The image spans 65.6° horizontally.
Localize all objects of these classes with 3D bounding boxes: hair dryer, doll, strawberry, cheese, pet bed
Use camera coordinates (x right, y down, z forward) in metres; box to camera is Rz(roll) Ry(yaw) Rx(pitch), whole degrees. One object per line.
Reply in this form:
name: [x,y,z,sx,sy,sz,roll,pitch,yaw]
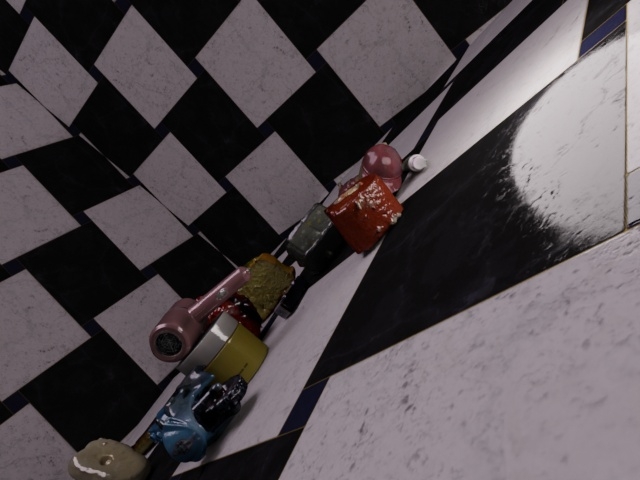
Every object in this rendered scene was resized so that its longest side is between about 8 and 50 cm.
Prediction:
hair dryer: [-0.340,0.194,1.472,0.352,0.125,0.210,-41,9,11]
doll: [0.171,-0.183,1.592,0.256,0.152,0.196,-55,46,40]
strawberry: [-0.367,0.323,1.736,0.310,0.292,0.292,-37,3,-17]
cheese: [-0.678,0.809,1.665,0.247,0.252,0.173,-5,14,25]
pet bed: [0.000,0.000,1.734,0.211,0.159,0.183,-50,-19,-17]

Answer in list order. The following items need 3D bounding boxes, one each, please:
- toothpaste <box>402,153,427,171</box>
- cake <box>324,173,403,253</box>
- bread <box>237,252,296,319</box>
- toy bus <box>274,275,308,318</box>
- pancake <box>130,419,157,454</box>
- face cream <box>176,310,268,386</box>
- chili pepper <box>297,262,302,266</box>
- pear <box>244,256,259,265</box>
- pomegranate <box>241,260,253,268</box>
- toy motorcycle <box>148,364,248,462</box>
toothpaste: [0.293,-0.250,1.601,0.314,0.058,0.056,-69,-23,-80]
cake: [0.120,-0.080,1.397,0.177,0.151,0.283,-37,7,0]
bread: [-0.237,0.180,1.988,0.340,0.194,0.179,-50,12,23]
toy bus: [-0.096,0.189,1.663,0.072,0.057,0.172,-51,3,38]
pancake: [-0.677,0.766,2.158,0.427,0.067,0.305,-49,5,19]
face cream: [-0.293,0.351,1.499,0.218,0.179,0.218,-48,7,8]
chili pepper: [-0.071,0.073,2.051,0.050,0.059,0.191,-31,-19,-20]
pear: [-0.307,0.180,2.485,0.198,0.198,0.198,-48,7,8]
pomegranate: [-0.310,0.213,2.217,0.222,0.204,0.276,-28,-9,-48]
toy motorcycle: [-0.346,0.460,1.285,0.416,0.172,0.232,-29,14,47]
